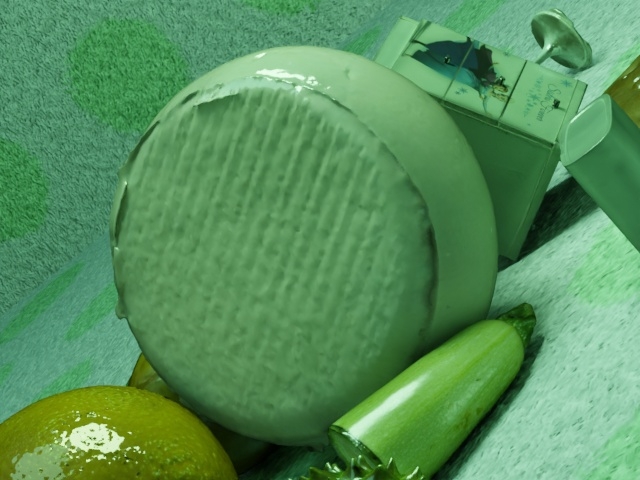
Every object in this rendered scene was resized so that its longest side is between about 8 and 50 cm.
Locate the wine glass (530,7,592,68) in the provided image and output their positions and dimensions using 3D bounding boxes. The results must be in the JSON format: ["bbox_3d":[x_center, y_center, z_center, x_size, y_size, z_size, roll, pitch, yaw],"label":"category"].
[{"bbox_3d":[0.232,-0.191,2.056,0.183,0.122,0.122,-45,13,-20],"label":"wine glass"}]

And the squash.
[{"bbox_3d":[0.110,0.125,1.463,0.224,0.094,0.094,-41,11,-23],"label":"squash"}]

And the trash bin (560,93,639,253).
[{"bbox_3d":[0.262,-0.046,1.434,0.059,0.130,0.116,-39,13,20],"label":"trash bin"}]

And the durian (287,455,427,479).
[{"bbox_3d":[0.012,0.254,1.135,0.237,0.176,0.200,-59,-3,-17],"label":"durian"}]

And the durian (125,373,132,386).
[{"bbox_3d":[-0.194,0.194,2.096,0.139,0.101,0.250,-43,13,2],"label":"durian"}]

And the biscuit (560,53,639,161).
[{"bbox_3d":[0.386,-0.198,1.767,0.325,0.044,0.217,-46,11,-13],"label":"biscuit"}]

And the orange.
[{"bbox_3d":[-0.194,0.259,1.521,0.274,0.274,0.274,-40,13,11],"label":"orange"}]

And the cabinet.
[{"bbox_3d":[0.139,-0.110,1.738,0.145,0.206,0.150,-61,-8,-54],"label":"cabinet"}]

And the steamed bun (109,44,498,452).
[{"bbox_3d":[0.000,0.000,1.610,0.374,0.374,0.241,-34,-7,34],"label":"steamed bun"}]

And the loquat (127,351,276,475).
[{"bbox_3d":[-0.118,0.164,1.806,0.179,0.179,0.227,-48,8,-25],"label":"loquat"}]
